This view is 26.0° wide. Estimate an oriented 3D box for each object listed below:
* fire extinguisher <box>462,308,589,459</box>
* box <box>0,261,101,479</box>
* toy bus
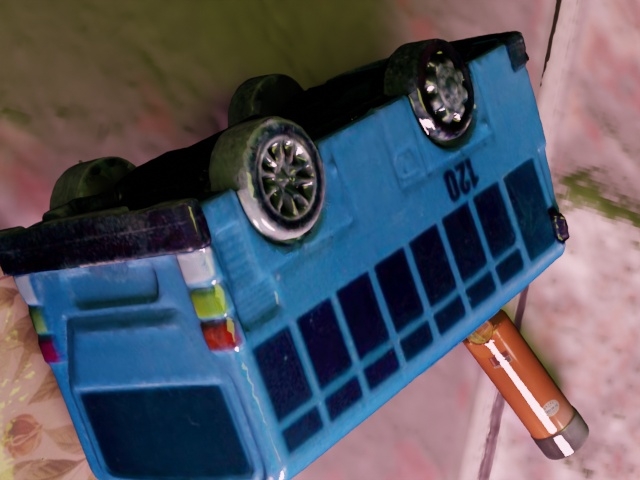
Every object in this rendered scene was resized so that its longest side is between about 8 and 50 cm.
[{"bbox_3d":[0.075,0.053,0.554,0.028,0.022,0.083,-35,109,10],"label":"fire extinguisher"},{"bbox_3d":[-0.103,0.050,0.439,0.045,0.062,0.098,-19,101,-27],"label":"box"},{"bbox_3d":[0.000,0.000,0.446,0.184,0.090,0.106,-31,106,-46],"label":"toy bus"}]
